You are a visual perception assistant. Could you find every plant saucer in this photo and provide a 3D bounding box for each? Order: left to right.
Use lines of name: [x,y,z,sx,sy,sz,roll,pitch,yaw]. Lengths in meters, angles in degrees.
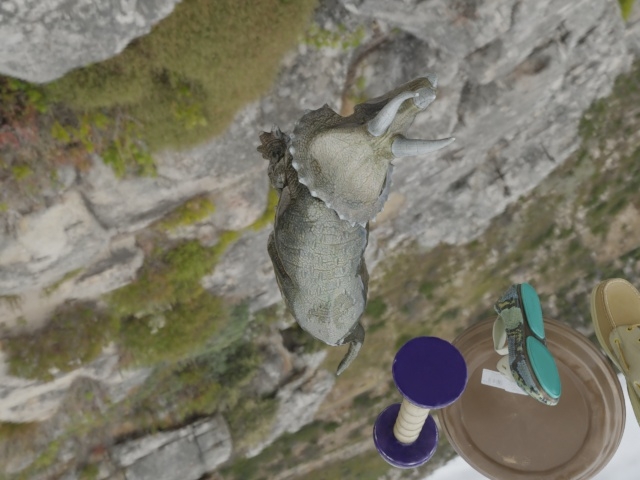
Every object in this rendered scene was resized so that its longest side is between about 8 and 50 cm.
plant saucer: [0.296,0.244,1.103,0.278,0.278,0.041,-34,174,27]

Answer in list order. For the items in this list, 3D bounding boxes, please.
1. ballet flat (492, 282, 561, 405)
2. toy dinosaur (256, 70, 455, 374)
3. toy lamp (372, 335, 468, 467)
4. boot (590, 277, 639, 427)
ballet flat: [0.235,0.128,0.882,0.070,0.070,0.188,-34,-156,27]
toy dinosaur: [0.000,0.000,0.593,0.121,0.160,0.313,8,121,-6]
toy lamp: [0.101,0.187,0.810,0.080,0.080,0.274,-21,154,-13]
boot: [0.485,0.142,1.067,0.095,0.262,0.203,-8,153,-7]
